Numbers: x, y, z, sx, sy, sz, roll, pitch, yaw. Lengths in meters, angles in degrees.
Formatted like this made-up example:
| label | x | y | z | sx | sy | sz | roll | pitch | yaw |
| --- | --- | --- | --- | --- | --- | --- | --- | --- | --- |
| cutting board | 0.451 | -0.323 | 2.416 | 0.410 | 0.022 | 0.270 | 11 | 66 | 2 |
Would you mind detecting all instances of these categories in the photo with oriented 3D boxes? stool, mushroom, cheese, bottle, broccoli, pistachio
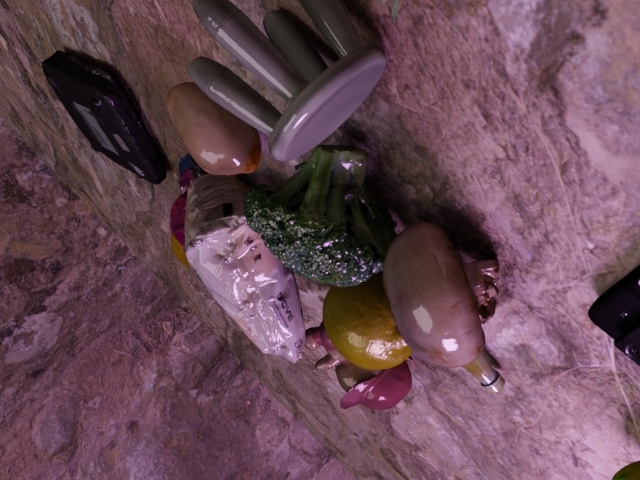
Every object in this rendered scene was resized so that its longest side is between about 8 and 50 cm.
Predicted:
| label | x | y | z | sx | sy | sz | roll | pitch | yaw |
| --- | --- | --- | --- | --- | --- | --- | --- | --- | --- |
| stool | -0.047 | -0.234 | 0.848 | 0.199 | 0.195 | 0.195 | 46 | 158 | 6 |
| mushroom | 0.188 | 0.077 | 0.979 | 0.226 | 0.178 | 0.227 | 56 | -160 | -33 |
| cheese | -0.327 | -0.093 | 1.602 | 0.155 | 0.062 | 0.245 | -17 | 72 | 47 |
| bottle | 0.241 | 0.175 | 1.163 | 0.270 | 0.083 | 0.083 | 47 | 158 | -12 |
| broccoli | 0.009 | -0.040 | 1.056 | 0.261 | 0.269 | 0.242 | -131 | 45 | -60 |
| pistachio | -0.198 | -0.213 | 1.236 | 0.215 | 0.144 | 0.144 | 52 | 158 | 3 |

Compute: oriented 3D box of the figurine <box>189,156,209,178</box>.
| label | x | y | z | sx | sy | sz | roll | pitch | yaw |
| --- | --- | --- | --- | --- | --- | --- | --- | --- | --- |
| figurine | -0.288 | -0.195 | 1.520 | 0.072 | 0.054 | 0.129 | 37 | 155 | 41 |

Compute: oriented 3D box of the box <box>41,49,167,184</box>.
| label | x | y | z | sx | sy | sz | roll | pitch | yaw |
| --- | --- | --- | --- | --- | --- | --- | --- | --- | --- |
| box | -0.590 | -0.334 | 1.774 | 0.350 | 0.091 | 0.359 | 29 | 154 | 37 |

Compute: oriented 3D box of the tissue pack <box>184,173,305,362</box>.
| label | x | y | z | sx | sy | sz | roll | pitch | yaw |
| --- | --- | --- | --- | --- | --- | --- | --- | --- | --- |
| tissue pack | -0.167 | 0.048 | 1.449 | 0.376 | 0.195 | 0.390 | 65 | 178 | -32 |

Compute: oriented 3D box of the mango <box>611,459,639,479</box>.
| label | x | y | z | sx | sy | sz | roll | pitch | yaw |
| --- | --- | --- | --- | --- | --- | --- | --- | --- | --- |
| mango | 0.542 | 0.387 | 0.897 | 0.185 | 0.149 | 0.273 | 39 | 163 | 1 |

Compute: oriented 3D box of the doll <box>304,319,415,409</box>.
| label | x | y | z | sx | sy | sz | roll | pitch | yaw |
| --- | --- | --- | --- | --- | --- | --- | --- | --- | --- |
| doll | 0.089 | 0.269 | 1.458 | 0.256 | 0.196 | 0.152 | 54 | 176 | 2 |

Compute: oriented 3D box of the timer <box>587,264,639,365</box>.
| label | x | y | z | sx | sy | sz | roll | pitch | yaw |
| --- | --- | --- | --- | --- | --- | --- | --- | --- | --- |
| timer | 0.413 | 0.099 | 0.765 | 0.144 | 0.055 | 0.187 | 40 | 157 | 14 |

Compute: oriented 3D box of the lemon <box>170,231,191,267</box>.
| label | x | y | z | sx | sy | sz | roll | pitch | yaw |
| --- | --- | --- | --- | --- | --- | --- | --- | --- | --- |
| lemon | -0.319 | -0.012 | 1.736 | 0.170 | 0.170 | 0.207 | 38 | 141 | 21 |

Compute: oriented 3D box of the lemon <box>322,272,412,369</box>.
| label | x | y | z | sx | sy | sz | roll | pitch | yaw |
| --- | --- | --- | --- | --- | --- | --- | --- | --- | --- |
| lemon | 0.092 | 0.151 | 1.257 | 0.248 | 0.184 | 0.184 | 37 | 159 | 54 |
